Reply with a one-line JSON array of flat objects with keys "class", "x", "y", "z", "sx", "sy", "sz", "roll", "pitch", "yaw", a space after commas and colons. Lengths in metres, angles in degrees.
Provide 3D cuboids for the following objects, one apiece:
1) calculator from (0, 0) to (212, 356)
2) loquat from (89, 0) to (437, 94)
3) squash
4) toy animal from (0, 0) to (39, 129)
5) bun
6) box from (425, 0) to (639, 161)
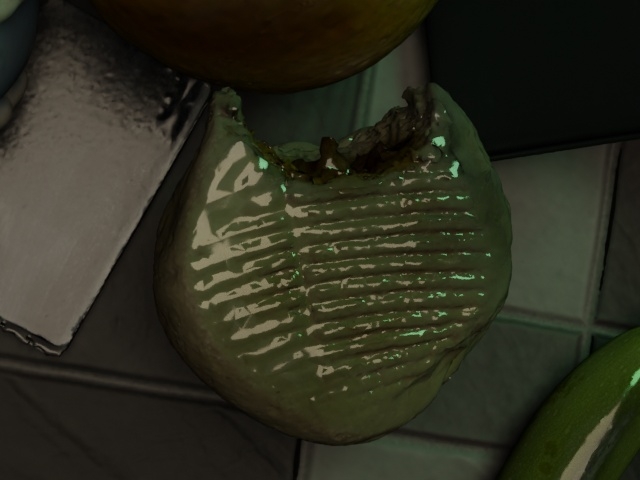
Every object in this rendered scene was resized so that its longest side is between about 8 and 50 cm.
[{"class": "calculator", "x": -0.211, "y": -0.056, "z": 1.031, "sx": 0.161, "sy": 0.021, "sz": 0.261, "roll": 31, "pitch": 81, "yaw": -6}, {"class": "loquat", "x": -0.018, "y": -0.274, "z": 0.911, "sx": 0.328, "sy": 0.359, "sz": 0.328, "roll": 5, "pitch": 84, "yaw": -51}, {"class": "squash", "x": 0.210, "y": 0.173, "z": 1.063, "sx": 0.094, "sy": 0.094, "sz": 0.341, "roll": 36, "pitch": 84, "yaw": -7}, {"class": "toy animal", "x": -0.274, "y": -0.175, "z": 0.914, "sx": 0.156, "sy": 0.204, "sz": 0.208, "roll": 18, "pitch": 45, "yaw": -12}, {"class": "bun", "x": 0.004, "y": 0.015, "z": 0.972, "sx": 0.282, "sy": 0.205, "sz": 0.281, "roll": -1, "pitch": 96, "yaw": -12}, {"class": "box", "x": 0.191, "y": -0.151, "z": 1.023, "sx": 0.050, "sy": 0.230, "sz": 0.160, "roll": -2, "pitch": 86, "yaw": -52}]
